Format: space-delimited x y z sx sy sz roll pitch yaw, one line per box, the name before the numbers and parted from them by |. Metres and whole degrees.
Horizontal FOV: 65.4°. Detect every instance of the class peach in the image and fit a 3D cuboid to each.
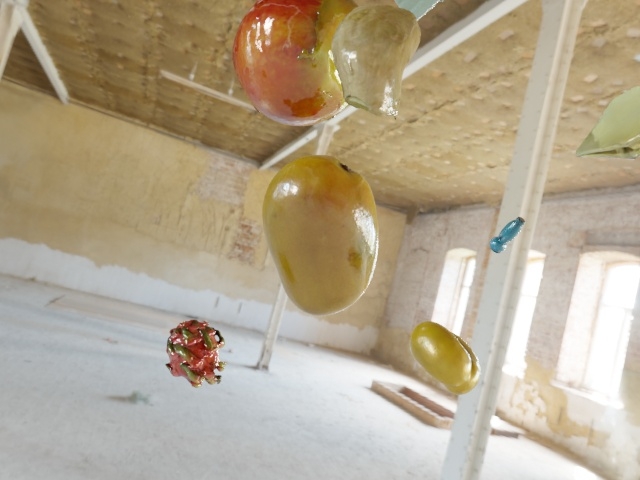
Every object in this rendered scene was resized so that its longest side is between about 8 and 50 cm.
peach | 0.278 0.258 1.107 0.179 0.103 0.179 42 12 -11
peach | -0.059 -0.462 1.250 0.369 0.371 0.370 15 -5 1

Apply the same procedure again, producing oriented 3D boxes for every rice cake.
rice cake | 0.312 -0.748 1.465 0.127 0.043 0.237 53 -29 -8

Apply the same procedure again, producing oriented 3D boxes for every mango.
mango | 0.000 0.000 1.286 0.299 0.447 0.232 5 24 11

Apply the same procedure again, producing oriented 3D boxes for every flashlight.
flashlight | 0.538 -0.015 1.434 0.051 0.051 0.129 17 -47 -21

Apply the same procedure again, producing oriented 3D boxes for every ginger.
ginger | 0.091 -0.320 0.853 0.137 0.268 0.152 6 -28 21

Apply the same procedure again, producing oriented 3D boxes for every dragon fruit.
dragon fruit | -0.334 0.312 1.347 0.160 0.172 0.167 -27 -39 3

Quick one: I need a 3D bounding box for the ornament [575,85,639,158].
ornament | 0.608 -0.221 1.020 0.059 0.201 0.180 45 -49 -13
